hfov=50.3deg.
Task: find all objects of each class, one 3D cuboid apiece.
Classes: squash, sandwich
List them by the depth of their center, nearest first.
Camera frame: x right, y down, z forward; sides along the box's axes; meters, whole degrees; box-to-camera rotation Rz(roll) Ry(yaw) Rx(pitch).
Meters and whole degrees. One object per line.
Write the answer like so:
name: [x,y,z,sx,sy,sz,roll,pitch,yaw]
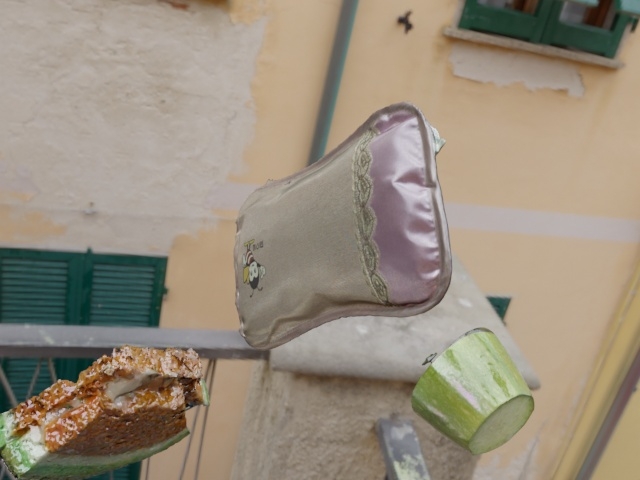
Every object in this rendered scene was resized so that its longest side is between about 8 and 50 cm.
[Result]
sandwich: [-0.200,0.179,0.706,0.235,0.159,0.079,15,42,-58]
squash: [0.223,0.223,0.989,0.170,0.170,0.123,-4,37,-34]

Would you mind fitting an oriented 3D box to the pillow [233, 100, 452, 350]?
pillow: [0.000,0.000,0.461,0.038,0.130,0.233,2,-15,-37]
